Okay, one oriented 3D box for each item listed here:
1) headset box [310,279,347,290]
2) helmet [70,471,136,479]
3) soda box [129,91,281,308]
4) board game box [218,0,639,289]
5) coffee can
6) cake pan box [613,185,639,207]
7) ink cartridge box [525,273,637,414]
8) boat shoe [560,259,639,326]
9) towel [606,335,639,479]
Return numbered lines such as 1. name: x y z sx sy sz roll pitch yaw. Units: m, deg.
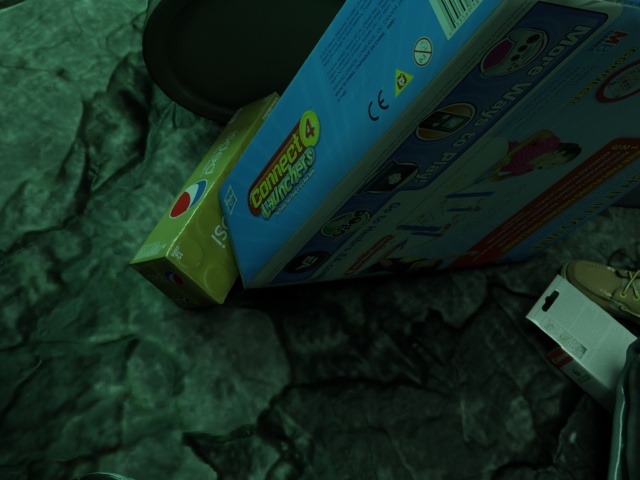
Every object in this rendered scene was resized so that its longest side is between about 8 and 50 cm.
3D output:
1. headset box: 0.000 0.000 0.635 0.062 0.032 0.083 19 61 -5
2. helmet: -0.133 0.230 0.405 0.169 0.169 0.161 35 44 4
3. soda box: -0.074 -0.034 0.605 0.061 0.058 0.181 46 56 -27
4. board game box: 0.128 -0.081 0.516 0.302 0.308 0.086 -4 64 -34
5. coffee can: -0.052 -0.270 0.664 0.202 0.201 0.275 2 62 -14
6. cake pan box: 0.351 -0.151 0.791 0.267 0.070 0.245 3 65 -14
7. ink cartridge box: 0.234 0.091 0.654 0.115 0.029 0.063 41 61 9
8. boat shoe: 0.288 0.048 0.681 0.136 0.045 0.050 23 59 -3
9. towel: 0.364 0.276 0.530 0.321 0.090 0.374 14 70 -4
